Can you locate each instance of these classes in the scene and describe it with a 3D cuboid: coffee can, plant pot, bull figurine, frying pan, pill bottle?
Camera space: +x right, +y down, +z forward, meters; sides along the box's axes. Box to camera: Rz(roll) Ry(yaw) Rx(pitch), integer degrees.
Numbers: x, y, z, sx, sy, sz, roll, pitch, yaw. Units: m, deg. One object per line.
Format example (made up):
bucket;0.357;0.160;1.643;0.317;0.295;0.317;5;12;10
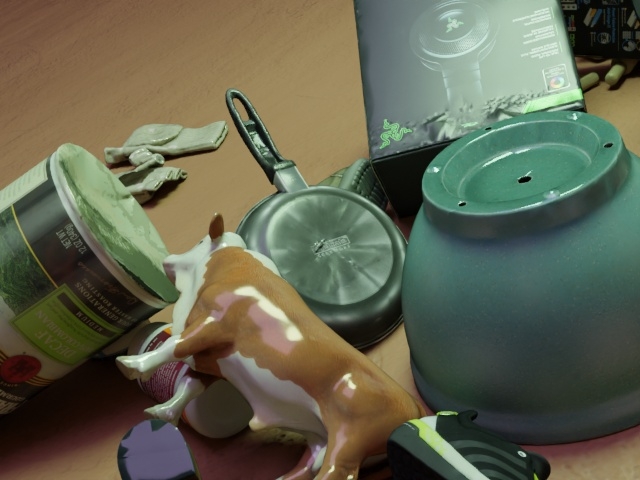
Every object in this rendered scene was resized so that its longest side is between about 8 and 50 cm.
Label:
coffee can;-0.316;0.056;1.151;0.275;0.201;0.201;-34;27;8
plant pot;0.196;0.008;0.976;0.293;0.196;0.293;-16;28;9
bull figurine;-0.055;0.109;0.961;0.310;0.101;0.188;35;58;23
frying pan;0.002;-0.036;1.160;0.197;0.053;0.326;3;60;-12
pill bottle;-0.129;0.131;1.088;0.086;0.086;0.152;-35;31;-25

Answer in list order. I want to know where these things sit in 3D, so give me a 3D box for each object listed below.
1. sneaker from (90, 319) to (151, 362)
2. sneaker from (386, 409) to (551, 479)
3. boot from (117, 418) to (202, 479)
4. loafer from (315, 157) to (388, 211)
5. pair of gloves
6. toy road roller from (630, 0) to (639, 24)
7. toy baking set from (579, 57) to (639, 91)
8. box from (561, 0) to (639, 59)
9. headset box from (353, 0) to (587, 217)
sneaker;-0.268;0.073;1.287;0.085;0.086;0.237;-30;31;-21
sneaker;0.140;0.186;0.816;0.097;0.084;0.235;-19;31;-22
boot;-0.103;0.259;0.875;0.082;0.106;0.219;-16;56;0
loafer;0.000;0.000;1.251;0.087;0.094;0.251;-18;22;36
pair of gloves;-0.271;-0.122;1.680;0.204;0.042;0.240;-4;31;29
toy road roller;0.468;-0.191;1.204;0.202;0.240;0.329;-16;65;8
toy baking set;0.363;-0.266;1.528;0.197;0.030;0.256;7;38;41
box;0.390;-0.360;1.343;0.293;0.295;0.073;4;43;20
headset box;0.178;-0.181;1.300;0.246;0.131;0.283;-12;56;14
